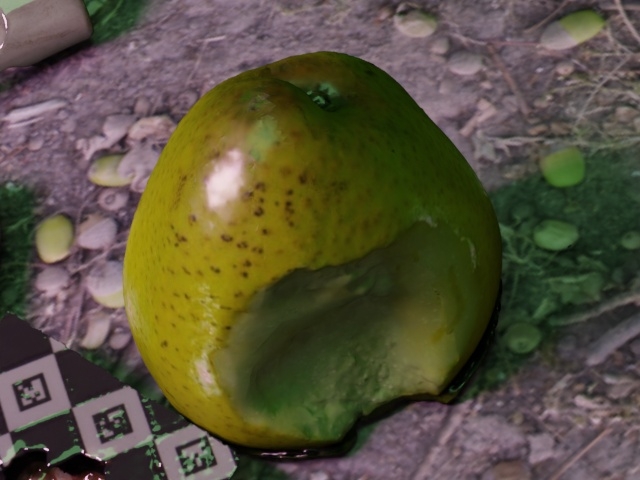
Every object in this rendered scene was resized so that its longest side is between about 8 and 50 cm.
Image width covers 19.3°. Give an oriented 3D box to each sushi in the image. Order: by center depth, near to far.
[{"bbox_3d":[-0.201,0.195,1.297,0.220,0.047,0.231,29,68,23],"label":"sushi"}]

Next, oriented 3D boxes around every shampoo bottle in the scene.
[{"bbox_3d":[-0.316,-0.162,1.563,0.234,0.087,0.118,-30,54,-11],"label":"shampoo bottle"}]

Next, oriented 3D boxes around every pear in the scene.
[{"bbox_3d":[0.000,0.000,1.282,0.292,0.292,0.159,-26,43,-9],"label":"pear"}]
